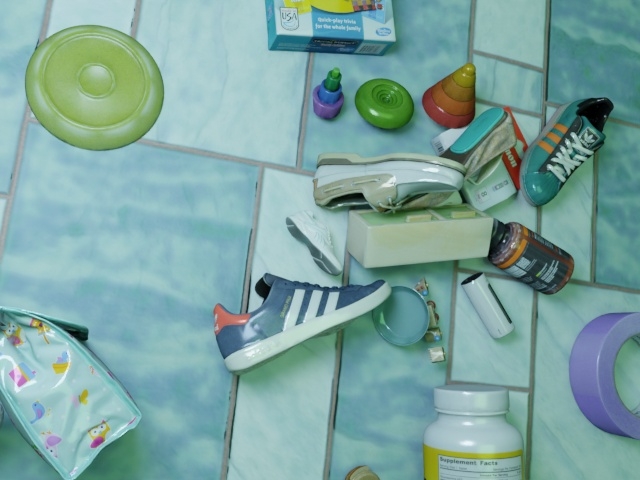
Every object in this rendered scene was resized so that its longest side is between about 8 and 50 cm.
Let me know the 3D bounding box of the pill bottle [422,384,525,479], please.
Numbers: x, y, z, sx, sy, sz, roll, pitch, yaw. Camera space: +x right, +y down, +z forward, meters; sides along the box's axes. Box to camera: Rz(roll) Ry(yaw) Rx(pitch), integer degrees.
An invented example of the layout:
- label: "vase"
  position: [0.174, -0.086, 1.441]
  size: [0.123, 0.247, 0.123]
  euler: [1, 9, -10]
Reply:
- label: "pill bottle"
  position: [0.288, 0.447, 1.144]
  size: [0.188, 0.188, 0.334]
  euler: [3, 81, -18]

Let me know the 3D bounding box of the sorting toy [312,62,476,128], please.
- label: "sorting toy"
  position: [0.167, -0.311, 1.225]
  size: [0.365, 0.126, 0.127]
  euler: [-3, 62, -15]

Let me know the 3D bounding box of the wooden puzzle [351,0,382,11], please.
- label: "wooden puzzle"
  position: [0.085, -0.485, 1.220]
  size: [0.083, 0.006, 0.049]
  euler: [-13, 87, -20]

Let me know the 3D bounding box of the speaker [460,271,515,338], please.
- label: "speaker"
  position: [0.350, 0.135, 1.278]
  size: [0.055, 0.055, 0.136]
  euler: [-32, 92, -19]

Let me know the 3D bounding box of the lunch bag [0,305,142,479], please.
- label: "lunch bag"
  position: [-0.411, 0.210, 0.932]
  size: [0.160, 0.223, 0.262]
  euler: [-40, 94, -24]

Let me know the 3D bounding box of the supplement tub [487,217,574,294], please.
- label: "supplement tub"
  position: [0.430, 0.028, 1.292]
  size: [0.198, 0.106, 0.106]
  euler: [30, 75, -12]

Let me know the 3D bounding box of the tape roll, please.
- label: "tape roll"
  position: [0.693, 0.297, 1.348]
  size: [0.275, 0.090, 0.275]
  euler: [2, 82, -17]

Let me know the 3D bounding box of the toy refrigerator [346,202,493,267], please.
- label: "toy refrigerator"
  position: [0.196, -0.017, 1.208]
  size: [0.269, 0.102, 0.094]
  euler: [-4, 112, -18]

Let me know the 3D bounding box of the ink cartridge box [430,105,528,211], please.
- label: "ink cartridge box"
  position: [0.378, -0.182, 1.332]
  size: [0.232, 0.066, 0.189]
  euler: [-26, 91, -15]

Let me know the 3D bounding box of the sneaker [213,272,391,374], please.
- label: "sneaker"
  position: [-0.033, 0.112, 1.123]
  size: [0.350, 0.131, 0.148]
  euler: [-20, 75, -26]

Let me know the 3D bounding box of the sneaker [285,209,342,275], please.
- label: "sneaker"
  position: [0.000, 0.000, 1.170]
  size: [0.061, 0.054, 0.152]
  euler: [-31, 74, -28]

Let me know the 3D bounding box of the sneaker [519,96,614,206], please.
- label: "sneaker"
  position: [0.545, -0.207, 1.343]
  size: [0.108, 0.121, 0.302]
  euler: [39, 69, -16]

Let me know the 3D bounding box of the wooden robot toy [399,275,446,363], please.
- label: "wooden robot toy"
  position: [0.198, 0.165, 1.232]
  size: [0.079, 0.076, 0.173]
  euler: [-15, 87, 16]

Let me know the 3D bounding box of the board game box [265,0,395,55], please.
- label: "board game box"
  position: [0.010, -0.560, 1.252]
  size: [0.254, 0.079, 0.336]
  euler: [-3, 84, -19]

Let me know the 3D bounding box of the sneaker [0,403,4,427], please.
- label: "sneaker"
  position: [-0.645, 0.326, 0.873]
  size: [0.366, 0.137, 0.210]
  euler: [-1, 85, -4]

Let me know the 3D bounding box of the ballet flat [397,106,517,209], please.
- label: "ballet flat"
  position: [0.276, -0.136, 1.224]
  size: [0.316, 0.107, 0.106]
  euler: [-38, 120, -4]

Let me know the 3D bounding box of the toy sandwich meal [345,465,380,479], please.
- label: "toy sandwich meal"
  position: [0.079, 0.473, 1.158]
  size: [0.085, 0.029, 0.085]
  euler: [1, 88, -28]

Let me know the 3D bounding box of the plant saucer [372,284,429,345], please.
- label: "plant saucer"
  position: [0.161, 0.147, 1.201]
  size: [0.021, 0.119, 0.119]
  euler: [-3, 81, -61]

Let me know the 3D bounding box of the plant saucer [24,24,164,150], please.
- label: "plant saucer"
  position: [-0.406, -0.284, 1.101]
  size: [0.241, 0.037, 0.241]
  euler: [2, 82, -17]

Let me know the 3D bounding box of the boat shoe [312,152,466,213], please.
- label: "boat shoe"
  position: [0.123, -0.101, 1.140]
  size: [0.113, 0.302, 0.103]
  euler: [26, 72, -54]
